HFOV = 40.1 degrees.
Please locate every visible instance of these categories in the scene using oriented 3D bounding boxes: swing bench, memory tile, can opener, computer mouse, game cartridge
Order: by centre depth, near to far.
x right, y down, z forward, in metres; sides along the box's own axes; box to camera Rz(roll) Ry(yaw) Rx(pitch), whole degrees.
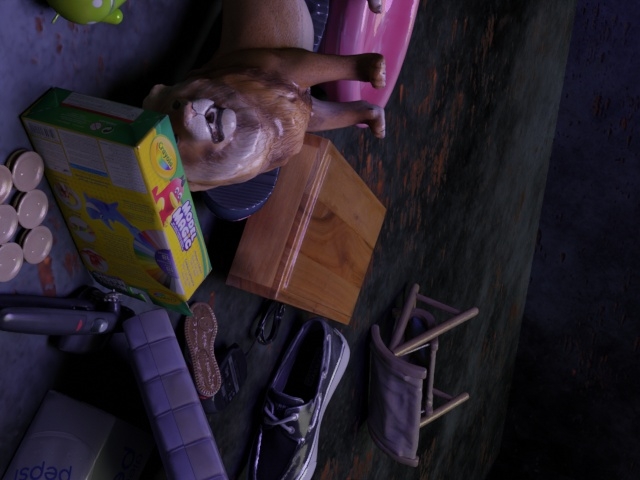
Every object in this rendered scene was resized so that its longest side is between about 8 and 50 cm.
[{"bbox_3d":[-0.287,-0.007,0.741,0.148,0.012,0.113,-41,141,-50],"label":"memory tile"},{"bbox_3d":[-0.243,0.075,0.831,0.186,0.059,0.073,21,82,-66],"label":"can opener"},{"bbox_3d":[-0.132,0.252,0.954,0.355,0.068,0.230,87,-16,-58],"label":"game cartridge"},{"bbox_3d":[-0.111,0.149,1.210,0.242,0.041,0.071,-52,141,-51],"label":"computer mouse"},{"bbox_3d":[0.188,0.271,1.789,0.255,0.165,0.253,-38,140,-45],"label":"swing bench"}]

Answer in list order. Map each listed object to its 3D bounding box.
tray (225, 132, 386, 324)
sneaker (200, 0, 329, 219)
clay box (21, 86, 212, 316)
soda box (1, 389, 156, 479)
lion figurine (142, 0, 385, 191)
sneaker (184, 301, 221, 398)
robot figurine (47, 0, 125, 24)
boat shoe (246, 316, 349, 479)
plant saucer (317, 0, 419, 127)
[{"bbox_3d":[0.000,0.000,1.236,0.411,0.076,0.203,34,74,-72],"label":"tray"},{"bbox_3d":[-0.075,-0.174,1.021,0.131,0.112,0.319,131,-22,-74],"label":"sneaker"},{"bbox_3d":[-0.180,-0.029,0.817,0.053,0.127,0.222,-56,152,-36],"label":"clay box"},{"bbox_3d":[-0.278,0.302,0.865,0.286,0.091,0.098,-66,155,-18],"label":"soda box"},{"bbox_3d":[-0.053,-0.222,0.907,0.142,0.240,0.392,84,7,-59],"label":"lion figurine"},{"bbox_3d":[-0.150,0.140,1.091,0.067,0.042,0.118,125,-40,-65],"label":"sneaker"},{"bbox_3d":[-0.188,-0.228,0.740,0.115,0.067,0.101,-56,-179,-36],"label":"robot figurine"},{"bbox_3d":[-0.044,0.261,1.335,0.301,0.108,0.102,-65,151,-17],"label":"boat shoe"},{"bbox_3d":[0.063,-0.319,1.160,0.332,0.084,0.332,17,90,-78],"label":"plant saucer"}]
